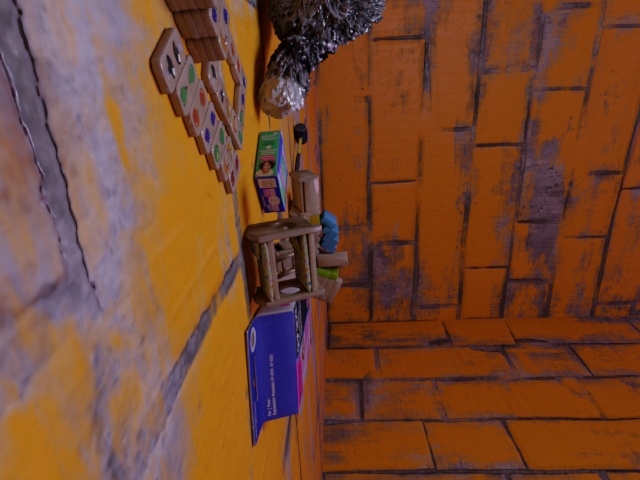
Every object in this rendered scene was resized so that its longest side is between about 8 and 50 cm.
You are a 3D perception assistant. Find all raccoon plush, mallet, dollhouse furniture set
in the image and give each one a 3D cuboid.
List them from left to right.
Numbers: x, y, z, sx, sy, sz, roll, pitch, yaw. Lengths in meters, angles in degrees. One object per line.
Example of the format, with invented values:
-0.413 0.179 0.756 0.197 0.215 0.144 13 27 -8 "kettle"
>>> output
-0.075 -0.020 0.655 0.161 0.101 0.181 -139 -138 -60 "dollhouse furniture set"
-0.064 -0.262 1.249 0.062 0.039 0.189 87 7 -53 "mallet"
-0.024 -0.463 0.704 0.299 0.216 0.446 61 29 -49 "raccoon plush"

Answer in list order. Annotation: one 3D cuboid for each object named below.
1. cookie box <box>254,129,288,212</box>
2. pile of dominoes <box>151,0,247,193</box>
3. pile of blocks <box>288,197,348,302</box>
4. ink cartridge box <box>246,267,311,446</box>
-0.081 -0.116 0.726 0.091 0.040 0.107 83 5 -55 "cookie box"
-0.097 -0.174 0.450 0.251 0.040 0.195 78 10 -71 "pile of dominoes"
0.000 0.000 1.192 0.112 0.149 0.361 -87 174 -58 "pile of blocks"
-0.062 0.175 0.768 0.371 0.069 0.175 -63 151 -79 "ink cartridge box"
